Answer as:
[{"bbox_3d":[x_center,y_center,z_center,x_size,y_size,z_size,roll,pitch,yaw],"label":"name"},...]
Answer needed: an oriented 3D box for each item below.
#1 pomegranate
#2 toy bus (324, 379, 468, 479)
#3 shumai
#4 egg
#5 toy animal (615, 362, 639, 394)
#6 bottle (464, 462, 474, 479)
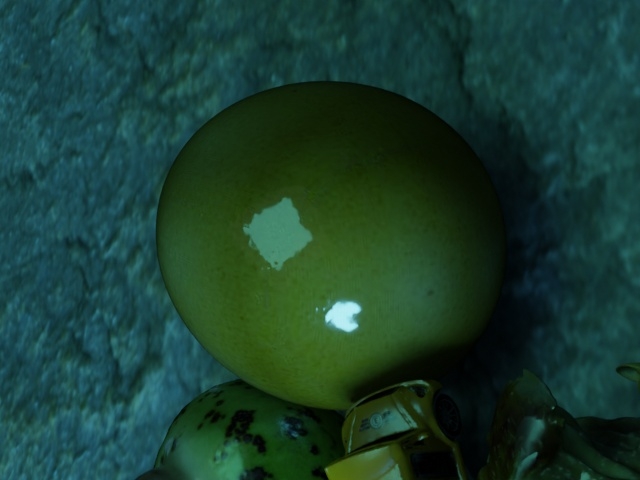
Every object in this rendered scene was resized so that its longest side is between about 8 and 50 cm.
[{"bbox_3d":[-0.075,0.218,1.390,0.214,0.248,0.214,2,93,54],"label":"pomegranate"},{"bbox_3d":[0.061,0.195,1.220,0.083,0.088,0.194,-25,72,32],"label":"toy bus"},{"bbox_3d":[0.169,0.181,1.175,0.209,0.153,0.161,31,96,56],"label":"shumai"},{"bbox_3d":[0.000,0.000,1.365,0.322,0.250,0.250,17,92,53],"label":"egg"},{"bbox_3d":[0.246,0.081,1.181,0.083,0.060,0.081,-36,27,44],"label":"toy animal"},{"bbox_3d":[0.107,0.250,1.284,0.083,0.083,0.270,-50,51,30],"label":"bottle"}]
